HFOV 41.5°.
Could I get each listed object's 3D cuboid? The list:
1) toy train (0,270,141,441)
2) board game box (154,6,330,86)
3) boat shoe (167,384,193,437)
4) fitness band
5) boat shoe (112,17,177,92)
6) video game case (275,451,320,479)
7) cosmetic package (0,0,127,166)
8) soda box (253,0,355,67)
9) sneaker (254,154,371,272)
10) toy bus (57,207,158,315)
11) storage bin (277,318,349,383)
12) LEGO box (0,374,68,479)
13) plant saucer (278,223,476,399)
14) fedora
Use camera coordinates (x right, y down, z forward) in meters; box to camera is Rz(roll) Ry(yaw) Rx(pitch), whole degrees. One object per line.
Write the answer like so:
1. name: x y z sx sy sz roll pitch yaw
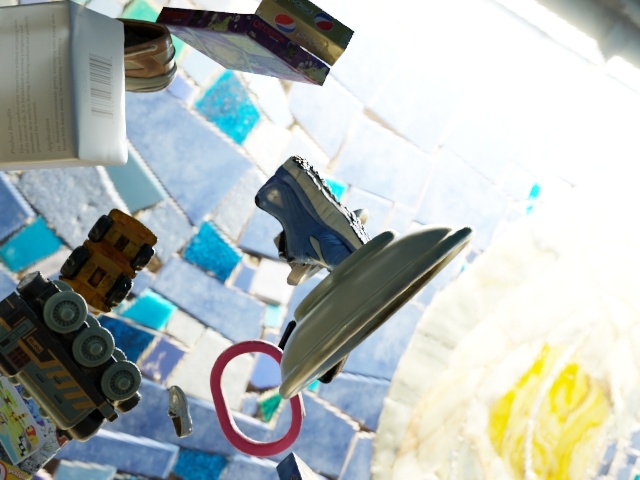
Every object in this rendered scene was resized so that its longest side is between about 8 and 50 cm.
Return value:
1. toy train: -0.475 0.218 1.552 0.142 0.190 0.334 21 -34 59
2. board game box: -0.160 -0.387 1.674 0.208 0.056 0.347 32 -7 -41
3. boat shoe: -0.272 0.324 1.599 0.035 0.100 0.035 -13 0 36
4. fitness band: -0.153 0.382 2.038 0.209 0.291 0.054 -13 11 3
5. boat shoe: -0.394 -0.320 1.369 0.324 0.116 0.123 -2 53 -16
6. video game case: 0.014 0.627 1.898 0.244 0.061 0.269 48 -1 -14
7. cosmetic package: -0.480 -0.201 1.182 0.385 0.217 0.156 0 3 14
8. soda box: -0.030 -0.408 1.587 0.181 0.058 0.061 32 -33 -11
9. sneaker: 0.000 0.000 1.577 0.330 0.147 0.130 50 14 -20
10. toy bus: -0.492 0.062 1.920 0.149 0.220 0.211 36 -24 -11
11. storage bin: -0.016 0.298 2.342 0.180 0.122 0.084 29 16 12
12. LEGO box: -0.876 0.390 1.974 0.500 0.193 0.372 56 18 -6
13. plant saucer: 0.066 0.087 1.337 0.100 0.400 0.400 48 10 10
14. fedora: -0.015 -0.016 1.944 0.124 0.244 0.275 44 27 7
